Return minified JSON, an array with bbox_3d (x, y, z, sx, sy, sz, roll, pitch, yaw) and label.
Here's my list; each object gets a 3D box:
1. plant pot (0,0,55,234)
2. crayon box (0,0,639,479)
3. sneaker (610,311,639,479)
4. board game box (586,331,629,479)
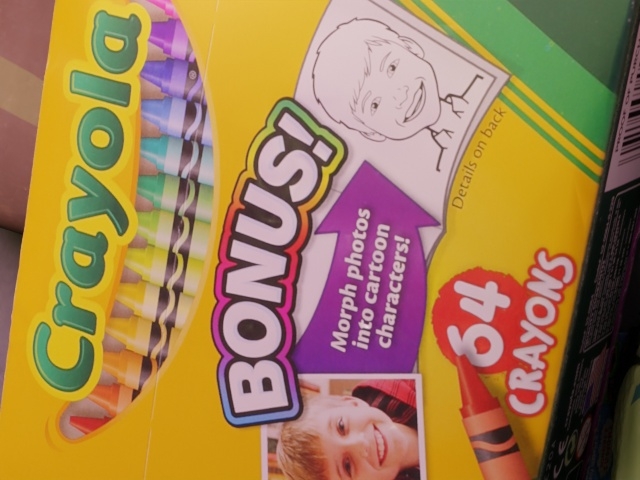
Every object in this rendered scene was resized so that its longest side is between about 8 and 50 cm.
[{"bbox_3d":[-0.185,-0.102,1.169,0.229,0.263,0.263,31,107,16],"label":"plant pot"},{"bbox_3d":[0.000,0.000,0.968,0.313,0.106,0.363,15,104,22],"label":"crayon box"},{"bbox_3d":[0.190,0.107,0.956,0.086,0.085,0.237,13,89,4],"label":"sneaker"},{"bbox_3d":[0.088,0.145,1.048,0.160,0.039,0.211,9,93,38],"label":"board game box"}]
